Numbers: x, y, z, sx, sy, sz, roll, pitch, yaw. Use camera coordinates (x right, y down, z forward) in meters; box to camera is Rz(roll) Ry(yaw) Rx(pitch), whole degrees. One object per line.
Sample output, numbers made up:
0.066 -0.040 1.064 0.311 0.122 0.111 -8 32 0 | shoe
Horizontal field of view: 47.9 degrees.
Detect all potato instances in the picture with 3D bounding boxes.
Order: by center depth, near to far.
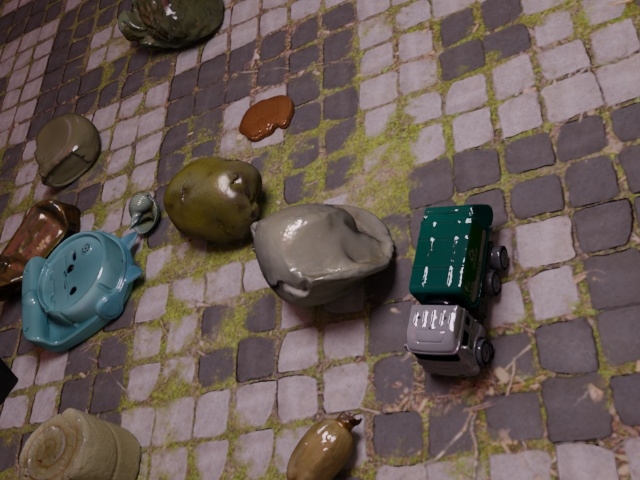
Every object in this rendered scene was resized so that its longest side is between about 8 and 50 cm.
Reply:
-0.199 -0.077 1.358 0.201 0.137 0.154 -2 62 31 | potato

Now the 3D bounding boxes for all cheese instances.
-0.622 -0.231 1.761 0.175 0.091 0.202 -41 47 5 | cheese

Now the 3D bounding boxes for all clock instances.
-0.486 0.080 1.476 0.274 0.094 0.223 -32 51 14 | clock

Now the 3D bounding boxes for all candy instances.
-0.642 0.025 1.595 0.101 0.143 0.271 36 85 2 | candy

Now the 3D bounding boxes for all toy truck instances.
0.191 0.060 1.036 0.114 0.124 0.253 -3 59 34 | toy truck

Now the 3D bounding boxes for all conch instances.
-0.366 -0.058 1.511 0.076 0.057 0.085 16 101 21 | conch

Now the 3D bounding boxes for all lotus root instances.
0.003 0.305 1.040 0.073 0.062 0.150 38 86 34 | lotus root

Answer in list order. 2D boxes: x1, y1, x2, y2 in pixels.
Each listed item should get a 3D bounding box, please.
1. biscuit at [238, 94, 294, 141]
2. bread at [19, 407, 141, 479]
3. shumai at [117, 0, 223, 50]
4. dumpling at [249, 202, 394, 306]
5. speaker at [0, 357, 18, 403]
-0.113 -0.256 1.494 0.131 0.019 0.102 -17 53 25 | biscuit
-0.400 0.371 1.206 0.148 0.141 0.134 -43 47 4 | bread
-0.375 -0.565 1.781 0.218 0.189 0.255 -33 63 35 | shumai
0.000 -0.003 1.187 0.227 0.175 0.243 -21 61 -17 | dumpling
-0.809 0.292 1.493 0.254 0.184 0.232 29 80 39 | speaker
